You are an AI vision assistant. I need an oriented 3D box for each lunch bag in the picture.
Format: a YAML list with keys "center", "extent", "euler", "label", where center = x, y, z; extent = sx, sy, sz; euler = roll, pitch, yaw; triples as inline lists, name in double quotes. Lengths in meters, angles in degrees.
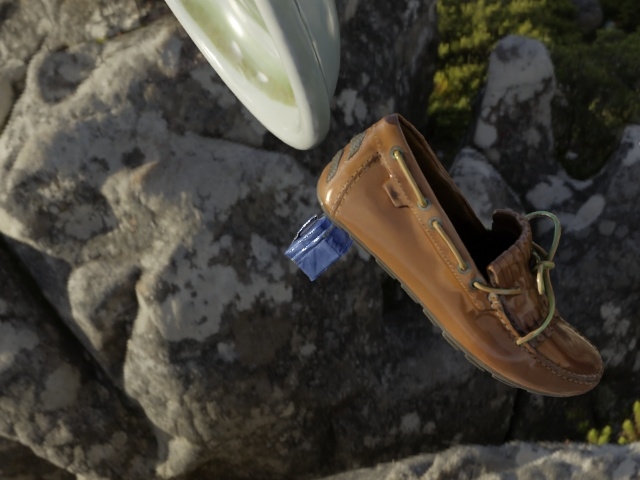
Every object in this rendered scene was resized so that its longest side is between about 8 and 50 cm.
- center: [0.000, 0.000, 1.253]
  extent: [0.065, 0.098, 0.067]
  euler: [43, 33, -7]
  label: "lunch bag"

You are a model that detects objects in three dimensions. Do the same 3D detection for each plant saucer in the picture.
- center: [-0.084, -0.261, 0.688]
  extent: [0.100, 0.400, 0.400]
  euler: [-34, 59, -7]
  label: "plant saucer"

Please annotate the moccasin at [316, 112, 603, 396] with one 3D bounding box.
- center: [0.172, 0.021, 0.920]
  extent: [0.147, 0.380, 0.139]
  euler: [-39, 13, 26]
  label: "moccasin"
